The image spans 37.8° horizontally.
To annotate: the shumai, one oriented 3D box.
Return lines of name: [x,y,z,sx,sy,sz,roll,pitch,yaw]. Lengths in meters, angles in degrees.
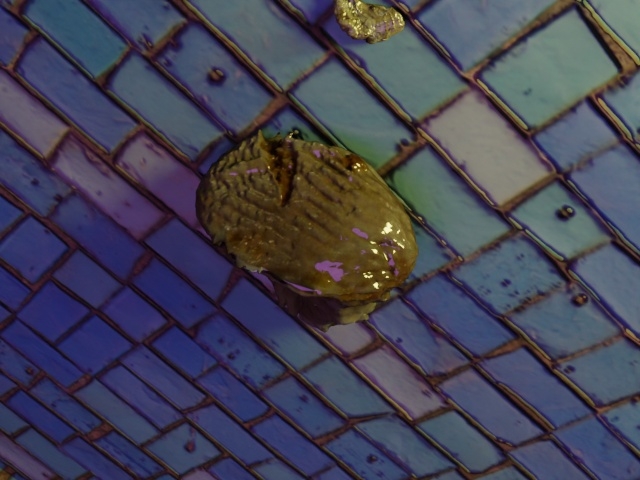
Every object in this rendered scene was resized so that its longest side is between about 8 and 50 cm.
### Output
shumai: [0.001,0.000,1.389,0.346,0.217,0.283,17,166,25]

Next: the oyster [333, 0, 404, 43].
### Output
oyster: [0.057,-0.280,1.170,0.083,0.038,0.081,-6,124,30]
